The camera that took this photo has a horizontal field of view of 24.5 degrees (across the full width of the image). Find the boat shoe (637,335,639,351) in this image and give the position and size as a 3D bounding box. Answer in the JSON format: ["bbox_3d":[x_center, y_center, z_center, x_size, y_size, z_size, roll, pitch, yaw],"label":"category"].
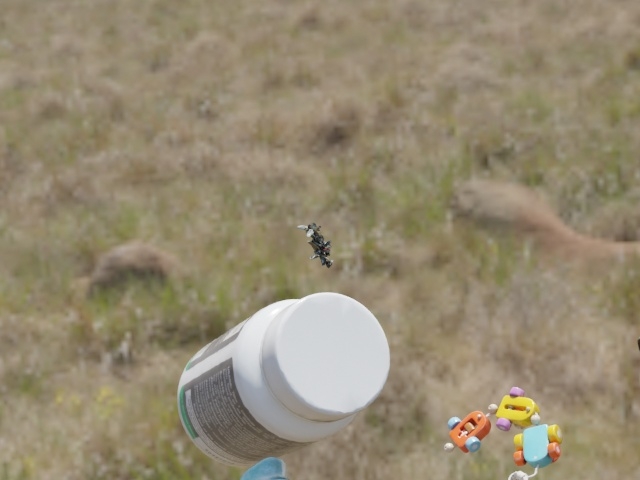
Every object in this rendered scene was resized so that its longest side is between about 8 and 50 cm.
[{"bbox_3d":[0.434,0.214,1.770,0.079,0.233,0.084,-20,-9,-15],"label":"boat shoe"}]

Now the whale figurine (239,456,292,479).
[{"bbox_3d":[-0.123,0.328,1.439,0.141,0.272,0.216,30,4,-15],"label":"whale figurine"}]

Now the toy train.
[{"bbox_3d":[0.239,0.258,1.869,0.125,0.046,0.166,-45,38,-3],"label":"toy train"}]

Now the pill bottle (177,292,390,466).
[{"bbox_3d":[-0.056,0.202,2.123,0.204,0.204,0.361,-12,-11,-28],"label":"pill bottle"}]

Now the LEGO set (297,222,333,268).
[{"bbox_3d":[0.002,0.002,1.553,0.023,0.054,0.083,-38,7,-15],"label":"LEGO set"}]
